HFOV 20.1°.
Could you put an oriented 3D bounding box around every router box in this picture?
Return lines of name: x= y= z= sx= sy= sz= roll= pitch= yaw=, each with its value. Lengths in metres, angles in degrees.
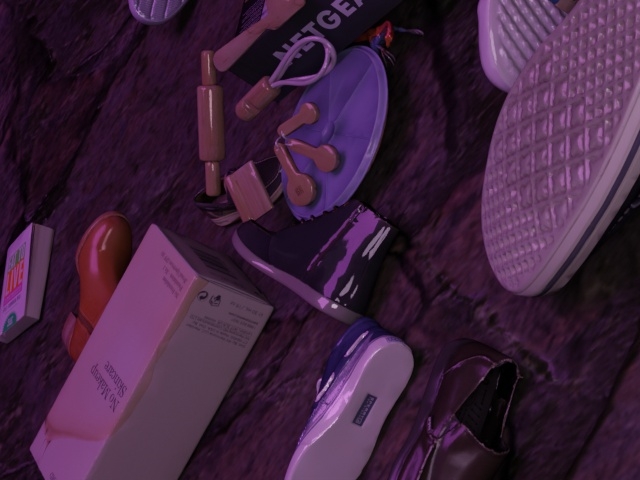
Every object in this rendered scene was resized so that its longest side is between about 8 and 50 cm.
router box: x=0.035 y=-0.327 z=1.994 sx=0.309 sy=0.081 sz=0.243 roll=-35 pitch=31 yaw=42

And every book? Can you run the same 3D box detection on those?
book: x=-0.414 y=0.061 z=2.515 sx=0.096 sy=0.035 sz=0.144 roll=-35 pitch=44 yaw=46

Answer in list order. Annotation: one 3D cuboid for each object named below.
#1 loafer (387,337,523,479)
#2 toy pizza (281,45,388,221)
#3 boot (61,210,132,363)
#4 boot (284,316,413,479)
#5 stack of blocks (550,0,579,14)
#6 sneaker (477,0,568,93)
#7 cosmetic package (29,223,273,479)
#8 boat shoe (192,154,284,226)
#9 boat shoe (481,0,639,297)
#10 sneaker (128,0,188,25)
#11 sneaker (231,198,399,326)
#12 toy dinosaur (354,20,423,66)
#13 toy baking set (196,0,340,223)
loafer: x=0.117 y=0.187 z=1.572 sx=0.078 sy=0.080 sz=0.220 roll=-7 pitch=64 yaw=55
toy pizza: x=0.021 y=-0.112 z=1.955 sx=0.201 sy=0.032 sz=0.201 roll=-37 pitch=43 yaw=46
boot: x=-0.252 y=0.073 z=2.223 sx=0.152 sy=0.073 sz=0.197 roll=31 pitch=108 yaw=60
boot: x=0.019 y=0.167 z=1.760 sx=0.190 sy=0.069 sz=0.086 roll=-55 pitch=25 yaw=3
stack of blocks: x=0.282 y=-0.329 z=1.536 sx=0.297 sy=0.171 sz=0.087 roll=-52 pitch=58 yaw=13
sneaker: x=0.216 y=-0.294 z=1.723 sx=0.150 sy=0.135 sz=0.366 roll=148 pitch=140 yaw=-70
cosmetic package: x=-0.194 y=0.157 z=2.036 sx=0.309 sy=0.113 sz=0.160 roll=-60 pitch=32 yaw=8
boat shoe: x=-0.091 y=-0.060 z=2.081 sx=0.152 sy=0.049 sz=0.056 roll=-32 pitch=44 yaw=42
boat shoe: x=0.286 y=-0.148 z=1.479 sx=0.500 sy=0.156 sz=0.187 roll=-63 pitch=32 yaw=29
sneaker: x=-0.198 y=-0.401 z=2.451 sx=0.091 sy=0.094 sz=0.258 roll=148 pitch=142 yaw=-69
sneaker: x=0.000 y=0.000 z=1.888 sx=0.222 sy=0.083 sz=0.118 roll=32 pitch=92 yaw=49
toy dinosaur: x=0.061 y=-0.215 z=1.933 sx=0.082 sy=0.090 sz=0.047 roll=74 pitch=-141 yaw=-67
toy baking set: x=-0.058 y=-0.145 z=1.956 sx=0.196 sy=0.030 sz=0.256 roll=-1 pitch=97 yaw=37
